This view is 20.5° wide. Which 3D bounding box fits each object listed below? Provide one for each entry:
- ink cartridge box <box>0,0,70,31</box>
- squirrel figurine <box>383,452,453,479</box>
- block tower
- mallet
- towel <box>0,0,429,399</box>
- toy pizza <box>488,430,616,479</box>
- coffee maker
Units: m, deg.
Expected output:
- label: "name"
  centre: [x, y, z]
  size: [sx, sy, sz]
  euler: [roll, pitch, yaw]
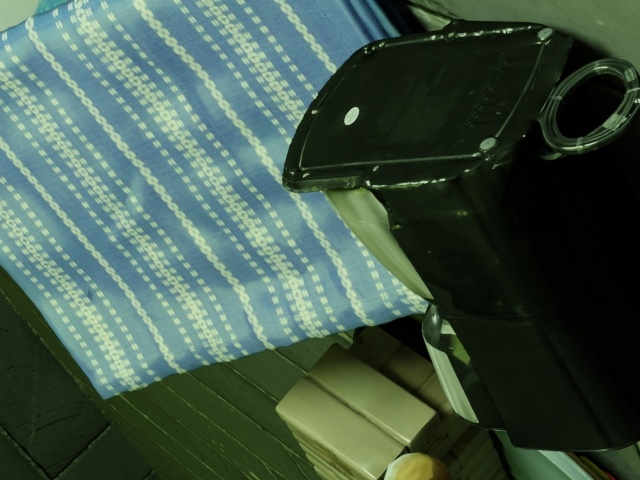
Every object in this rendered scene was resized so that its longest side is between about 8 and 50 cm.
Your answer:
- label: "ink cartridge box"
  centre: [-0.186, -0.159, 1.071]
  size: [0.306, 0.131, 0.226]
  euler: [53, 164, -27]
- label: "squirrel figurine"
  centre: [0.111, 0.203, 0.794]
  size: [0.281, 0.397, 0.370]
  euler: [58, 172, 26]
- label: "block tower"
  centre: [0.075, 0.184, 1.234]
  size: [0.097, 0.091, 0.335]
  euler: [34, 163, 31]
- label: "mallet"
  centre: [0.081, 0.116, 1.296]
  size: [0.062, 0.039, 0.190]
  euler: [32, 165, 40]
- label: "towel"
  centre: [-0.066, -0.029, 0.939]
  size: [0.336, 0.040, 0.243]
  euler: [-17, 122, 36]
- label: "toy pizza"
  centre: [0.161, 0.165, 1.200]
  size: [0.201, 0.032, 0.201]
  euler: [41, 165, 13]
- label: "coffee maker"
  centre: [0.093, 0.006, 0.761]
  size: [0.171, 0.120, 0.178]
  euler: [25, 156, 53]
